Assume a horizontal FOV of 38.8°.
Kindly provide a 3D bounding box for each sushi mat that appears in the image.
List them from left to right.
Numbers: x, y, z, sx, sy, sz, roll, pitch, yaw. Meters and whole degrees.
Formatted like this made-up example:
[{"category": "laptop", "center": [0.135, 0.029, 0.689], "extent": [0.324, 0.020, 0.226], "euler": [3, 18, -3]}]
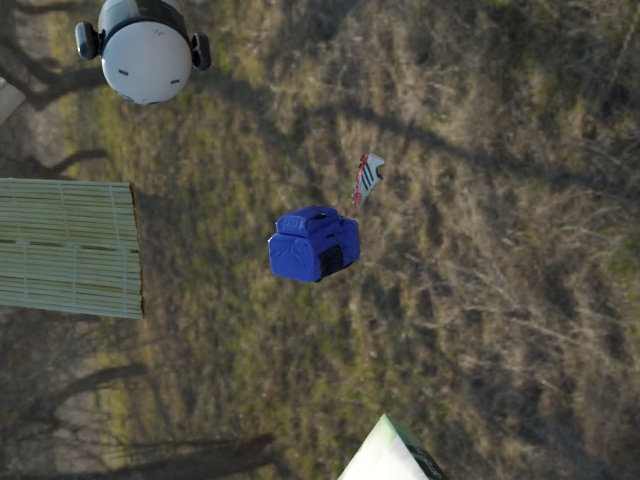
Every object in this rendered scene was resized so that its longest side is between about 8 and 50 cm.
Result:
[{"category": "sushi mat", "center": [-0.335, 0.004, 1.022], "extent": [0.019, 0.316, 0.151], "euler": [-28, -61, -66]}]

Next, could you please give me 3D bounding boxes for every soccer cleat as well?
[{"category": "soccer cleat", "center": [0.063, -0.075, 1.187], "extent": [0.029, 0.035, 0.083], "euler": [-58, -18, -59]}]

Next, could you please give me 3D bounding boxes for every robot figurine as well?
[{"category": "robot figurine", "center": [-0.337, -0.378, 1.742], "extent": [0.173, 0.209, 0.278], "euler": [55, -169, -43]}]

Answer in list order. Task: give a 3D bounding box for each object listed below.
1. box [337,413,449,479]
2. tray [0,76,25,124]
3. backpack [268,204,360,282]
[{"category": "box", "center": [0.079, 0.382, 1.136], "extent": [0.232, 0.058, 0.322], "euler": [-55, 19, 4]}, {"category": "tray", "center": [-0.553, -0.233, 1.246], "extent": [0.145, 0.270, 0.030], "euler": [-87, 19, -61]}, {"category": "backpack", "center": [0.000, 0.000, 1.295], "extent": [0.098, 0.120, 0.101], "euler": [16, 116, 40]}]
